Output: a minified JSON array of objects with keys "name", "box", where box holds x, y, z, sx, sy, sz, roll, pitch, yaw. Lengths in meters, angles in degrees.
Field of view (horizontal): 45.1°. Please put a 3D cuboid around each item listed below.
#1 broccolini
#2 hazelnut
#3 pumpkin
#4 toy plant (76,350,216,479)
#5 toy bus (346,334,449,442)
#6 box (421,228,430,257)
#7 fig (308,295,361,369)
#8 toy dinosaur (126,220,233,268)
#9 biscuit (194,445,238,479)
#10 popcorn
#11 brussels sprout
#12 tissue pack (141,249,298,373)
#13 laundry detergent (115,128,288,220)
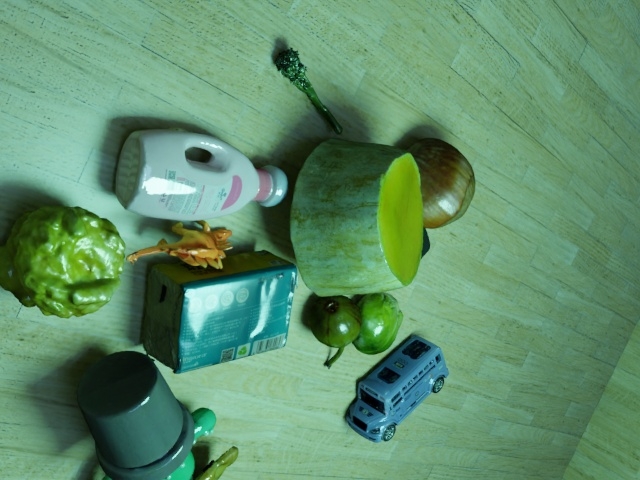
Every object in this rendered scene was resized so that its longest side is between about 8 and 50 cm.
[{"name":"broccolini","box":[-0.018,-0.286,1.525,0.051,0.054,0.239,-26,139,13]},{"name":"hazelnut","box":[0.256,-0.132,1.777,0.214,0.176,0.214,16,62,-34]},{"name":"pumpkin","box":[0.099,-0.036,1.574,0.332,0.199,0.332,-29,124,-57]},{"name":"toy plant","box":[-0.320,0.381,1.468,0.279,0.185,0.400,-56,149,-38]},{"name":"toy bus","box":[0.194,0.381,1.994,0.292,0.125,0.133,-37,130,-27]},{"name":"box","box":[0.219,0.011,1.913,0.125,0.027,0.126,-45,133,-22]},{"name":"fig","box":[0.036,0.225,1.785,0.124,0.124,0.236,-33,141,-28]},{"name":"toy dinosaur","box":[-0.223,0.015,1.386,0.288,0.117,0.070,-22,132,-65]},{"name":"biscuit","box":[-0.261,0.528,1.617,0.260,0.041,0.203,-52,175,25]},{"name":"popcorn","box":[-0.410,0.034,1.233,0.197,0.155,0.197,1,88,-44]},{"name":"brussels sprout","box":[0.126,0.198,1.847,0.155,0.117,0.155,1,90,-67]},{"name":"tissue pack","box":[-0.194,0.129,1.490,0.271,0.134,0.192,-7,113,-42]},{"name":"laundry detergent","box":[-0.203,-0.113,1.401,0.335,0.088,0.159,1,108,-45]}]
